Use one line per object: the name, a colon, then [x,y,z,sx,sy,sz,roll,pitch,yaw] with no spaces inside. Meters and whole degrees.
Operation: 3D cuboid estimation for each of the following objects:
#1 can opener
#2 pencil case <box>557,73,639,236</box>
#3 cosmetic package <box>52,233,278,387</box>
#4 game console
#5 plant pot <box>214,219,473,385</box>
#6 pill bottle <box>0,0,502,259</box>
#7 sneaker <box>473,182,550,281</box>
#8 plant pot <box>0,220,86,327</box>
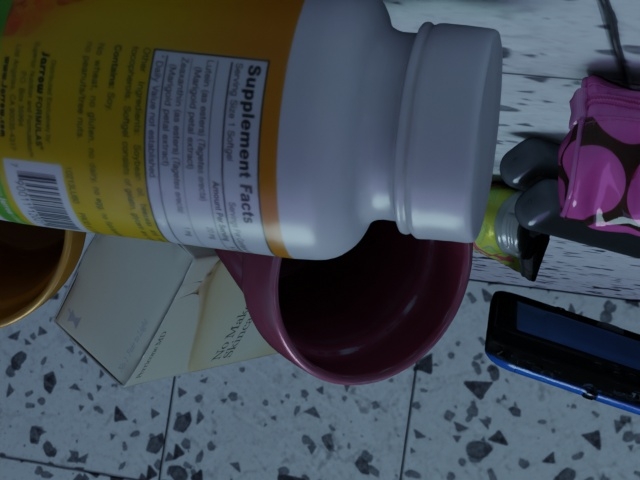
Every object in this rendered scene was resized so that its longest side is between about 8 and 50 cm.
can opener: [0.255,-0.032,1.138,0.280,0.074,0.093,9,142,-39]
pencil case: [0.234,-0.040,0.804,0.209,0.095,0.098,8,157,19]
cosmetic package: [-0.100,0.035,1.458,0.113,0.160,0.309,40,-156,23]
game console: [0.290,0.044,1.287,0.250,0.173,0.293,19,-172,5]
plant pot: [0.000,0.000,1.252,0.201,0.201,0.180,11,-169,-35]
pill bottle: [-0.041,-0.064,0.703,0.245,0.136,0.136,7,176,11]
sneaker: [0.172,-0.018,1.398,0.094,0.081,0.208,16,173,17]
plant pot: [-0.305,-0.033,1.389,0.205,0.205,0.188,8,-169,8]
